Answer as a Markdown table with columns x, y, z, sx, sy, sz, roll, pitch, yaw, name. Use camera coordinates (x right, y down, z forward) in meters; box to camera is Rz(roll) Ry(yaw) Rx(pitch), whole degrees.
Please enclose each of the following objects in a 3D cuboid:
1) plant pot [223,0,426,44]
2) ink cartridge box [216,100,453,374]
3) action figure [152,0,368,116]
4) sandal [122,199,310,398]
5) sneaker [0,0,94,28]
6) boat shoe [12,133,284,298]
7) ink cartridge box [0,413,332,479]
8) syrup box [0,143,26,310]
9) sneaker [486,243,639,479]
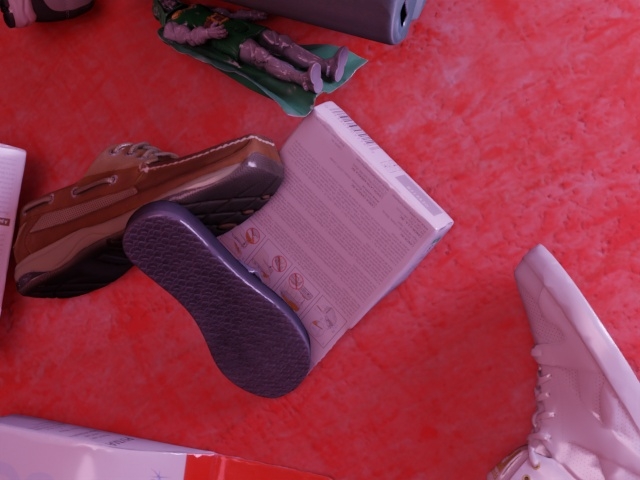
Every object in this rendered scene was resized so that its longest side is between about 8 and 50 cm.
| x | y | z | sx | sy | sz | roll | pitch | yaw | name |
| --- | --- | --- | --- | --- | --- | --- | --- | --- | --- |
| -0.040 | -0.352 | 1.049 | 0.334 | 0.341 | 0.341 | 22 | 93 | 8 | plant pot |
| 0.000 | 0.000 | 1.157 | 0.181 | 0.056 | 0.224 | 46 | 118 | 13 | ink cartridge box |
| -0.084 | -0.205 | 1.155 | 0.232 | 0.137 | 0.063 | 24 | 128 | 26 | action figure |
| -0.090 | 0.054 | 1.112 | 0.097 | 0.054 | 0.254 | -27 | 118 | 16 | sandal |
| -0.307 | -0.360 | 1.240 | 0.108 | 0.100 | 0.271 | -5 | 78 | -16 | sneaker |
| -0.195 | -0.044 | 1.158 | 0.324 | 0.122 | 0.119 | -23 | 71 | 22 | boat shoe |
| -0.198 | 0.364 | 1.165 | 0.385 | 0.091 | 0.308 | 7 | 90 | 17 | ink cartridge box |
| -0.396 | 0.007 | 1.220 | 0.093 | 0.096 | 0.236 | 10 | 89 | 53 | syrup box |
| 0.215 | 0.163 | 1.046 | 0.169 | 0.108 | 0.292 | -29 | 81 | 10 | sneaker |
